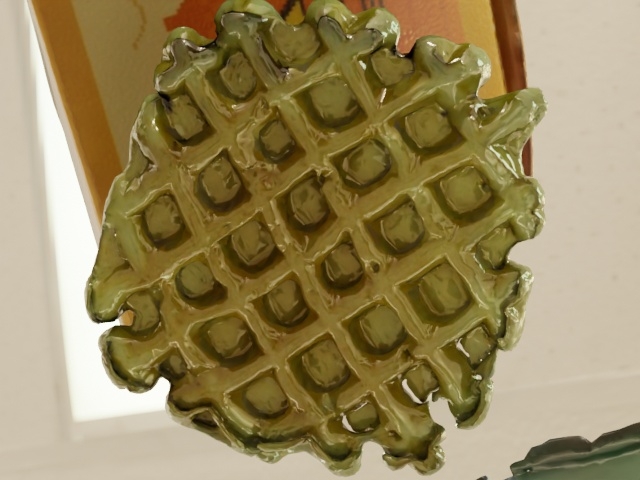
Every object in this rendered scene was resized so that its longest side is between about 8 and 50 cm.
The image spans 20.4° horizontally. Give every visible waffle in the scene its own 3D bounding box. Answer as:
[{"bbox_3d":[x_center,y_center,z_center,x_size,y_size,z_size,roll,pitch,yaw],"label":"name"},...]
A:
[{"bbox_3d":[0.000,0.000,0.682,0.169,0.036,0.184,17,-77,3],"label":"waffle"}]

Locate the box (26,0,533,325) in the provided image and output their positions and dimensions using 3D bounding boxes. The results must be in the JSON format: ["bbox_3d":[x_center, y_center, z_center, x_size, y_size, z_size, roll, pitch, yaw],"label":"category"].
[{"bbox_3d":[-0.045,-0.139,0.877,0.283,0.213,0.260,-121,-162,-63],"label":"box"}]

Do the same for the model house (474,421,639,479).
[{"bbox_3d":[0.114,0.102,0.399,0.119,0.148,0.148,-20,-99,29],"label":"model house"}]
